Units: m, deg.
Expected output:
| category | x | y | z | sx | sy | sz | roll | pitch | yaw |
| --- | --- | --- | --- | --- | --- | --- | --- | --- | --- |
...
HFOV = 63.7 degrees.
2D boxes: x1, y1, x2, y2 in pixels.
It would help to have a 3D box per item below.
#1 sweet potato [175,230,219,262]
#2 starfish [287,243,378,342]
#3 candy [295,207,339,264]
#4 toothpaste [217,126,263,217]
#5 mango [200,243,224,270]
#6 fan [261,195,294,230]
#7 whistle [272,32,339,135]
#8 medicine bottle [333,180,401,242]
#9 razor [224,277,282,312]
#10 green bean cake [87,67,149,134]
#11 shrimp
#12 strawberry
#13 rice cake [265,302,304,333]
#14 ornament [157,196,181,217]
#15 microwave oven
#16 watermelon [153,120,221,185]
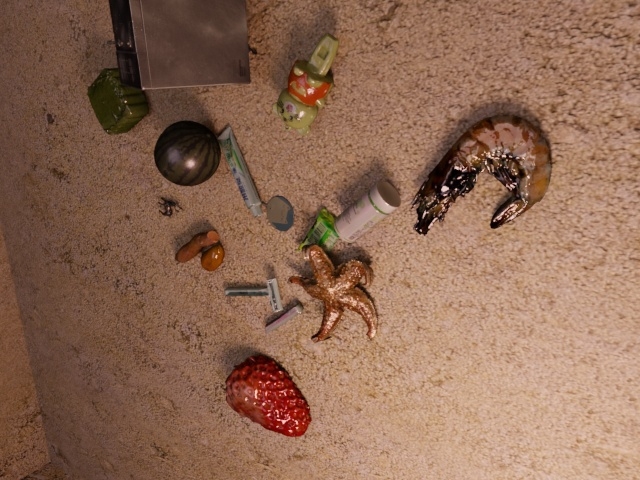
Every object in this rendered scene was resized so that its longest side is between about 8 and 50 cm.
| category | x | y | z | sx | sy | sz | roll | pitch | yaw |
| --- | --- | --- | --- | --- | --- | --- | --- | --- | --- |
| sweet potato | -0.470 | 0.030 | 1.874 | 0.281 | 0.059 | 0.067 | -28 | 59 | 38 |
| starfish | 0.027 | 0.159 | 1.504 | 0.312 | 0.113 | 0.303 | 17 | 114 | 23 |
| candy | 0.001 | 0.000 | 1.526 | 0.102 | 0.032 | 0.178 | 43 | 126 | 14 |
| toothpaste | -0.252 | -0.213 | 1.637 | 0.075 | 0.048 | 0.296 | -29 | 82 | 40 |
| mango | -0.381 | 0.062 | 1.815 | 0.077 | 0.063 | 0.127 | 49 | 127 | 2 |
| fan | -0.150 | -0.097 | 1.624 | 0.175 | 0.005 | 0.113 | 29 | 120 | 26 |
| whistle | -0.034 | -0.407 | 1.363 | 0.131 | 0.106 | 0.288 | 41 | 126 | 11 |
| medicine bottle | 0.122 | -0.074 | 1.373 | 0.183 | 0.086 | 0.086 | -40 | 80 | 39 |
| razor | -0.230 | 0.176 | 1.758 | 0.278 | 0.056 | 0.111 | -2 | 103 | 45 |
| green bean cake | -0.730 | -0.501 | 1.857 | 0.214 | 0.113 | 0.200 | -27 | 88 | 39 |
| shrimp | 0.366 | -0.116 | 1.190 | 0.233 | 0.071 | 0.365 | 42 | 121 | 12 |
| strawberry | -0.195 | 0.567 | 1.797 | 0.336 | 0.149 | 0.265 | 34 | 122 | 23 |
| rice cake | -0.125 | 0.260 | 1.712 | 0.033 | 0.033 | 0.208 | 52 | 130 | -1 |
| ornament | -0.558 | -0.117 | 1.914 | 0.125 | 0.028 | 0.073 | 12 | 112 | 36 |
| microwave oven | -0.376 | -0.640 | 1.375 | 0.236 | 0.375 | 0.431 | 31 | 128 | 52 |
| watermelon | -0.421 | -0.277 | 1.639 | 0.212 | 0.212 | 0.212 | 13 | 113 | 34 |
